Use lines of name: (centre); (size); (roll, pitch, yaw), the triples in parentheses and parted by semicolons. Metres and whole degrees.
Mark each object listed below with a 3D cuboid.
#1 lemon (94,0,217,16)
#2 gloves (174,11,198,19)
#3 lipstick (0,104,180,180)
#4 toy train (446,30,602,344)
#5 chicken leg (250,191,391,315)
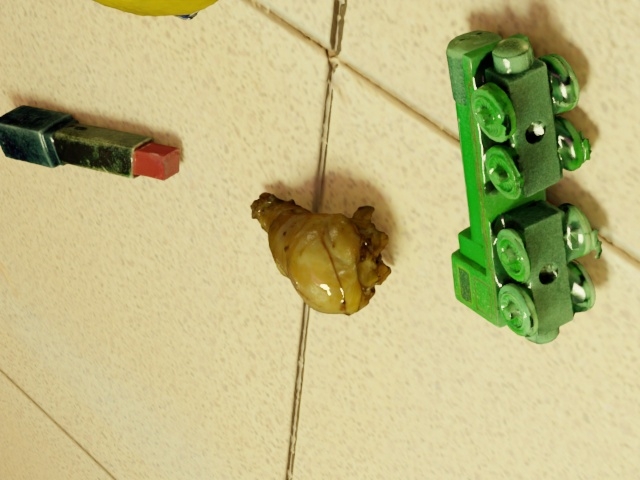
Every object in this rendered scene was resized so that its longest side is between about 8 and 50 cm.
lemon: (-0.133, -0.277, 1.070); (0.260, 0.204, 0.204); (36, 143, 24)
gloves: (-0.130, -0.243, 1.258); (0.064, 0.026, 0.086); (41, 145, 25)
lipstick: (-0.251, -0.101, 1.525); (0.312, 0.051, 0.051); (14, 127, 44)
toy train: (0.142, -0.041, 1.045); (0.119, 0.085, 0.251); (36, 142, 54)
chicken leg: (-0.003, 0.000, 1.268); (0.207, 0.101, 0.085); (-140, 33, -60)
